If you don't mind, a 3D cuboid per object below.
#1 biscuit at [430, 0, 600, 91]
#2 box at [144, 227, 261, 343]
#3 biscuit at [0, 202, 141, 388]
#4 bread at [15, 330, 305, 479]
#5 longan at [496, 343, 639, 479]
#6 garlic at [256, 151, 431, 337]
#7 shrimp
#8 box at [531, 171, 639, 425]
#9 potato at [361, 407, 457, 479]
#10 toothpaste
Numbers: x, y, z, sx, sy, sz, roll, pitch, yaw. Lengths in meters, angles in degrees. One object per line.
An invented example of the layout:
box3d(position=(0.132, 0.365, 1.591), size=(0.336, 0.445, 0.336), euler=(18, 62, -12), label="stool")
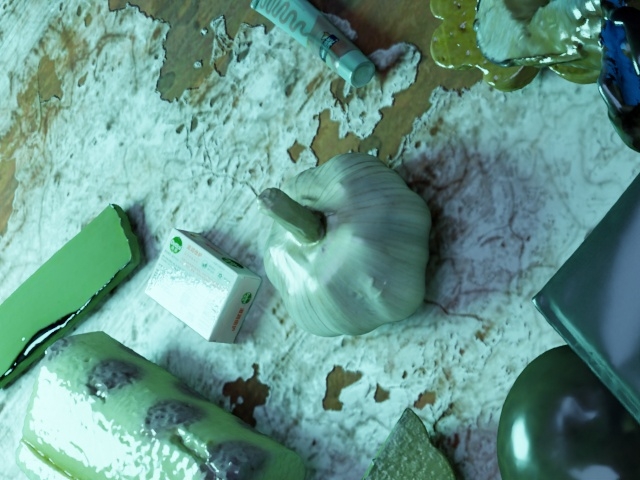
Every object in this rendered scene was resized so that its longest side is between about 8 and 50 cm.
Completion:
box3d(position=(0.236, -0.242, 1.620), size=(0.288, 0.044, 0.202), euler=(-17, 70, 37), label="biscuit")
box3d(position=(-0.136, 0.052, 1.865), size=(0.125, 0.043, 0.089), euler=(35, 105, 37), label="box")
box3d(position=(-0.336, 0.081, 2.023), size=(0.322, 0.038, 0.099), euler=(-41, 57, 27), label="biscuit")
box3d(position=(-0.182, 0.247, 1.800), size=(0.338, 0.155, 0.187), euler=(27, 107, 36), label="bread")
box3d(position=(0.253, 0.195, 1.444), size=(0.212, 0.198, 0.198), euler=(43, 109, 36), label="longan")
box3d(position=(0.000, 0.000, 1.654), size=(0.199, 0.226, 0.199), euler=(-9, 74, 33), label="garlic")
box3d(position=(0.233, -0.207, 1.404), size=(0.221, 0.110, 0.446), euler=(-35, 23, 15), label="shrimp")
box3d(position=(0.387, 0.099, 1.312), size=(0.204, 0.251, 0.345), euler=(-51, 56, 20), label="box")
box3d(position=(0.098, 0.262, 1.646), size=(0.120, 0.081, 0.149), euler=(31, 85, 7), label="potato")
box3d(position=(-0.010, -0.237, 1.822), size=(0.205, 0.036, 0.056), euler=(45, 112, 38), label="toothpaste")
